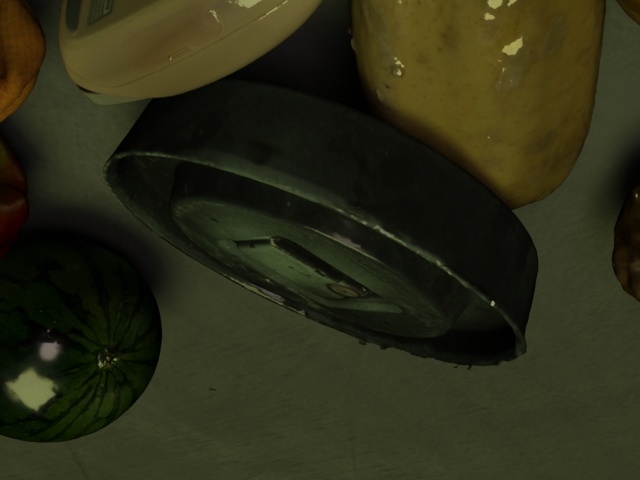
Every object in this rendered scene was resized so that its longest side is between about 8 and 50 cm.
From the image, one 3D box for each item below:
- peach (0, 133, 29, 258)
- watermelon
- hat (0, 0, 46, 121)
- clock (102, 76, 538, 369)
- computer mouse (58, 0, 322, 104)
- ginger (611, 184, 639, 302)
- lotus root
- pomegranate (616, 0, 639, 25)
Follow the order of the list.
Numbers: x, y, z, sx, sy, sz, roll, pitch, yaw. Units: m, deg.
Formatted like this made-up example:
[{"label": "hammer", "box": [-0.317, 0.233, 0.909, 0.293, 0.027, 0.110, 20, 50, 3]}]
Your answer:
[{"label": "peach", "box": [-0.389, -0.036, 0.662, 0.197, 0.197, 0.197, 4, 141, 3]}, {"label": "watermelon", "box": [-0.304, 0.111, 0.786, 0.242, 0.242, 0.242, 4, 141, 3]}, {"label": "hat", "box": [-0.289, -0.160, 0.492, 0.233, 0.233, 0.244, 6, 134, 56]}, {"label": "clock", "box": [0.000, 0.000, 0.610, 0.386, 0.077, 0.386, 23, 163, 7]}, {"label": "computer mouse", "box": [-0.080, -0.178, 0.470, 0.236, 0.145, 0.082, -19, 149, 27]}, {"label": "ginger", "box": [0.426, 0.008, 0.591, 0.223, 0.269, 0.200, -29, 155, -20]}, {"label": "lotus root", "box": [0.105, -0.151, 0.473, 0.169, 0.152, 0.343, 9, 143, 22]}, {"label": "pomegranate", "box": [0.250, -0.201, 0.317, 0.260, 0.260, 0.260, 4, 141, 3]}]
